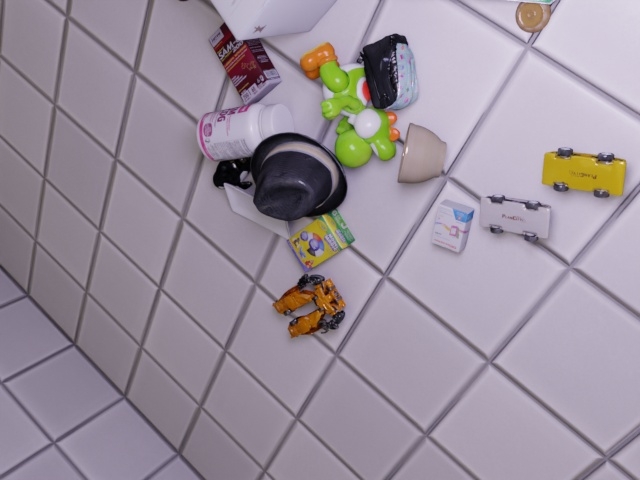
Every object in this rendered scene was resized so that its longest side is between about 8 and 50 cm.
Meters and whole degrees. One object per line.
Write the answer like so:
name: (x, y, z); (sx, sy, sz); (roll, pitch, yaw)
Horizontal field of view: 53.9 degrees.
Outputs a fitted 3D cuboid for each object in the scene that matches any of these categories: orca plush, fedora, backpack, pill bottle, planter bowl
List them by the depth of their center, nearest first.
backpack: (0.187, -0.437, 1.663); (0.152, 0.115, 0.182); (-8, 92, 56)
planter bowl: (0.275, -0.224, 1.683); (0.109, 0.162, 0.162); (12, 119, 4)
fedora: (-0.091, -0.158, 1.867); (0.333, 0.153, 0.334); (16, 135, 17)
pill bottle: (-0.235, -0.344, 1.985); (0.282, 0.160, 0.161); (-4, 107, 28)
orca plush: (-0.284, -0.238, 2.114); (0.287, 0.102, 0.151); (-8, 104, 39)

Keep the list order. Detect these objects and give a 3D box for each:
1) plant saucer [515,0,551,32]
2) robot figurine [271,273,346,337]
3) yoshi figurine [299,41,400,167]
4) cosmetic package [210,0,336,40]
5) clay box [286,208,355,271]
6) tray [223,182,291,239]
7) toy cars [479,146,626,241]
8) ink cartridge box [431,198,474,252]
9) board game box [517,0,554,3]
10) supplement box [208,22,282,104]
plant saucer: (0.493, -0.527, 1.467); (0.083, 0.015, 0.084); (15, 118, 31)
robot figurine: (-0.032, 0.221, 2.138); (0.291, 0.085, 0.211); (-30, 90, 41)
yoshi figurine: (0.060, -0.352, 1.765); (0.362, 0.203, 0.203); (55, 146, 1)
cosmetic package: (-0.133, -0.785, 1.618); (0.329, 0.327, 0.394); (-36, 85, 41)
clay box: (0.000, 0.000, 2.038); (0.222, 0.053, 0.128); (-35, 85, 41)
tray: (-0.207, -0.105, 2.138); (0.270, 0.030, 0.145); (27, 148, 25)
toy cars: (0.568, -0.115, 1.549); (0.393, 0.087, 0.177); (-40, 79, 44)
ink cartridge box: (0.366, -0.040, 1.748); (0.088, 0.052, 0.123); (22, 122, 27)
board game box: (0.359, -0.744, 1.386); (0.389, 0.050, 0.390); (12, 116, 17)
supplement box: (-0.235, -0.561, 1.958); (0.130, 0.073, 0.240); (-30, 89, 41)
